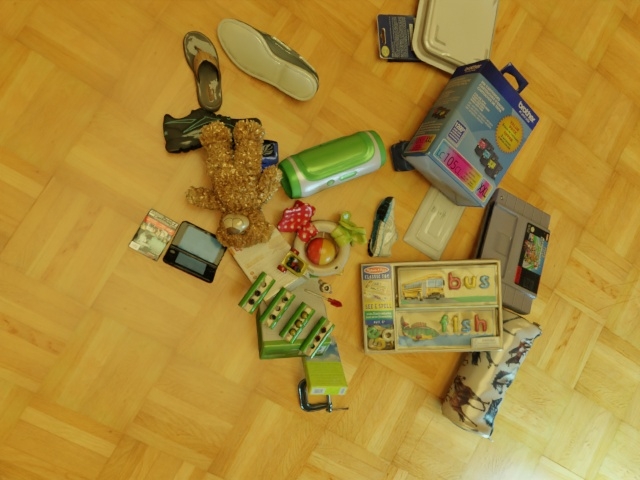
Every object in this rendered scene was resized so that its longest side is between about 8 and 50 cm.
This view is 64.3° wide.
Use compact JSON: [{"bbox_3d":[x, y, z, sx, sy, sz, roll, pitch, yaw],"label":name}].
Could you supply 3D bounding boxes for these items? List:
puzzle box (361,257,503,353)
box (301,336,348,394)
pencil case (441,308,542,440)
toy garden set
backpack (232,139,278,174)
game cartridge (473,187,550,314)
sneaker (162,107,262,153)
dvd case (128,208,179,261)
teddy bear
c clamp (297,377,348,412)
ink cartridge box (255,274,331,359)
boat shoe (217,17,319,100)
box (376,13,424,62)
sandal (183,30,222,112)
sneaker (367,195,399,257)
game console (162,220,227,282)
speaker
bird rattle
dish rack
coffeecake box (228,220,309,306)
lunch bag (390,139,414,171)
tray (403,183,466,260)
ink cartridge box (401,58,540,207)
[{"bbox_3d":[0.327,0.192,1.508,0.409,0.052,0.272,-3,90,5],"label":"puzzle box"},{"bbox_3d":[0.005,0.353,1.447,0.109,0.178,0.042,5,127,-17],"label":"box"},{"bbox_3d":[0.538,0.403,1.586,0.184,0.160,0.410,34,82,-24],"label":"pencil case"},{"bbox_3d":[-0.054,0.158,1.319,0.244,0.049,0.203,38,81,-12],"label":"toy garden set"},{"bbox_3d":[-0.181,-0.230,1.405,0.120,0.098,0.101,-4,95,-17],"label":"backpack"},{"bbox_3d":[0.610,0.034,1.621,0.230,0.068,0.355,23,72,-11],"label":"game cartridge"},{"bbox_3d":[-0.292,-0.310,1.372,0.268,0.101,0.106,-14,92,-16],"label":"sneaker"},{"bbox_3d":[-0.450,-0.015,1.374,0.087,0.013,0.119,30,81,-14],"label":"dvd case"},{"bbox_3d":[-0.217,-0.144,1.306,0.245,0.113,0.337,12,94,-11],"label":"teddy bear"},{"bbox_3d":[0.003,0.447,1.478,0.137,0.022,0.160,-12,121,-1],"label":"c clamp"},{"bbox_3d":[-0.087,0.195,1.447,0.189,0.097,0.255,0,56,-16],"label":"ink cartridge box"},{"bbox_3d":[-0.141,-0.514,1.433,0.319,0.116,0.099,33,39,-7],"label":"boat shoe"},{"bbox_3d":[0.275,-0.619,1.563,0.225,0.036,0.136,-5,92,-18],"label":"box"},{"bbox_3d":[-0.315,-0.462,1.383,0.090,0.060,0.219,-9,93,-16],"label":"sandal"},{"bbox_3d":[0.203,-0.037,1.539,0.083,0.071,0.190,12,96,-22],"label":"sneaker"},{"bbox_3d":[-0.333,0.030,1.373,0.144,0.124,0.085,27,110,-14],"label":"game console"},{"bbox_3d":[0.033,-0.218,1.453,0.297,0.131,0.131,-22,96,-15],"label":"speaker"},{"bbox_3d":[0.000,0.000,1.444,0.254,0.143,0.206,7,96,-14],"label":"bird rattle"},{"bbox_3d":[0.435,-0.686,1.567,0.286,0.072,0.332,13,85,-25],"label":"dish rack"},{"bbox_3d":[-0.140,0.063,1.396,0.142,0.068,0.185,-34,71,-13],"label":"coffeecake box"},{"bbox_3d":[0.254,-0.259,1.546,0.067,0.065,0.098,-16,99,-34],"label":"lunch bag"},{"bbox_3d":[0.380,-0.082,1.603,0.145,0.030,0.270,30,82,-13],"label":"tray"},{"bbox_3d":[0.460,-0.334,1.504,0.270,0.151,0.395,36,81,-25],"label":"ink cartridge box"}]
